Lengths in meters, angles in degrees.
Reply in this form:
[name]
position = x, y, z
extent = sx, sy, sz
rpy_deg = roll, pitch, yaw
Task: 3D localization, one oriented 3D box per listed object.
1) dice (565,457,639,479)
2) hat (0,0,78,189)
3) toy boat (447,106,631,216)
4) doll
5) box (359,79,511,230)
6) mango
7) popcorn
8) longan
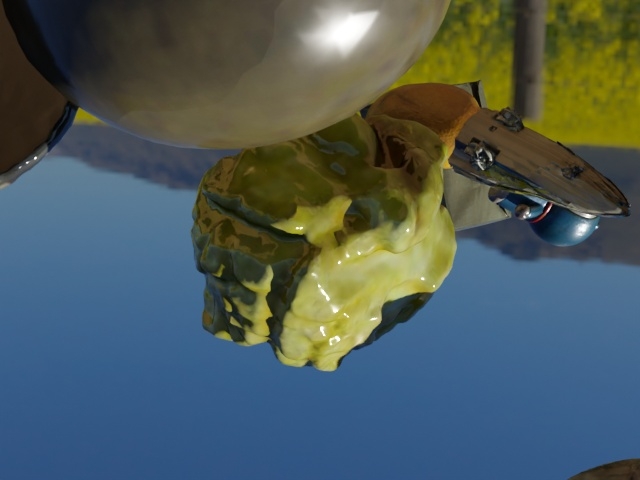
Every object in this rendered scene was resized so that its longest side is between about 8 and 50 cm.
[dice]
position = 0.293, 0.318, 1.272
extent = 0.181, 0.183, 0.182
rpy_deg = 18, -138, -29
[hat]
position = -0.399, -0.164, 1.320
extent = 0.366, 0.381, 0.257
rpy_deg = -34, 168, -21
[toy boat]
position = 0.222, -0.071, 1.393
extent = 0.210, 0.084, 0.066
rpy_deg = 32, 158, 32
[doll]
position = 0.258, -0.045, 1.575
extent = 0.152, 0.085, 0.114
rpy_deg = 25, -144, -22
[box]
position = 0.186, -0.125, 2.226
extent = 0.149, 0.231, 0.155
rpy_deg = -12, -179, -41
[mango]
position = 0.148, -0.160, 1.875
extent = 0.165, 0.115, 0.089
rpy_deg = 23, 172, 5
[popcorn]
position = 0.000, 0.000, 1.207
extent = 0.256, 0.255, 0.195
rpy_deg = 22, -159, -43
[longan]
position = -0.073, -0.236, 1.011
extent = 0.361, 0.361, 0.361
rpy_deg = 4, -174, 0
